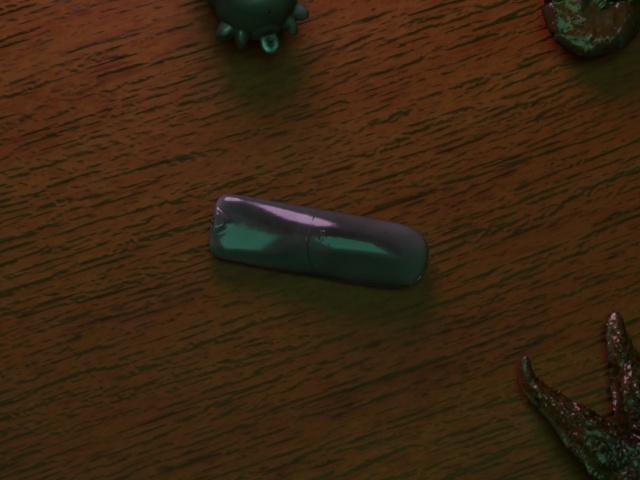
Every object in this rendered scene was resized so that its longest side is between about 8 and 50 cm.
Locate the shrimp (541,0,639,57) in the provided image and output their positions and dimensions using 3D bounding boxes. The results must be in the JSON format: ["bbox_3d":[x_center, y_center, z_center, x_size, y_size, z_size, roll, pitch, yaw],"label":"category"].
[{"bbox_3d":[0.308,-0.300,1.705,0.115,0.051,0.217,13,74,-9],"label":"shrimp"}]

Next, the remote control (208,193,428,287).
[{"bbox_3d":[0.000,0.000,1.601,0.229,0.044,0.073,10,78,-3],"label":"remote control"}]

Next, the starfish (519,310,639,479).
[{"bbox_3d":[0.341,0.209,1.573,0.299,0.060,0.302,-35,81,-10],"label":"starfish"}]

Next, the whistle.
[{"bbox_3d":[-0.090,-0.314,1.643,0.102,0.106,0.253,-14,83,-40],"label":"whistle"}]
